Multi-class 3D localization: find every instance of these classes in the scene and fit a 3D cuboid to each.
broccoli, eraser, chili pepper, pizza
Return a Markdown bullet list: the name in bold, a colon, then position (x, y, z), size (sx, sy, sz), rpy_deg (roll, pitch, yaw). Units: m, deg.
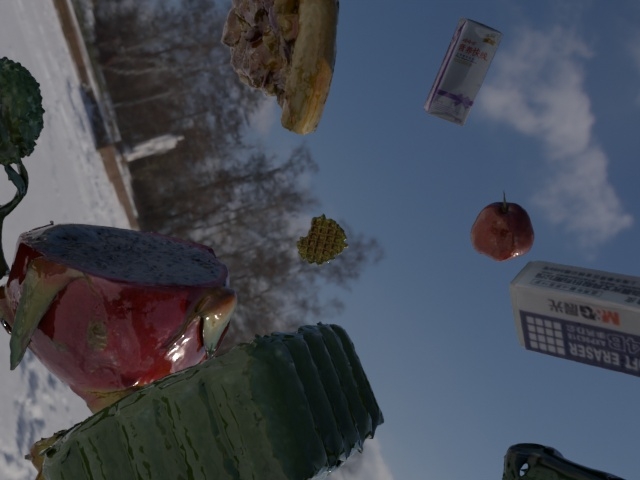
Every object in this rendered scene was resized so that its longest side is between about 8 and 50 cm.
- **broccoli**: position (-0.428, -0.054, 0.906), size (0.186, 0.254, 0.302), rpy_deg (38, -58, 50)
- **eraser**: position (0.412, 0.115, 1.212), size (0.279, 0.081, 0.124), rpy_deg (10, -52, 41)
- **chili pepper**: position (0.301, 0.279, 0.951), size (0.216, 0.108, 0.062), rpy_deg (11, -75, 51)
- **pizza**: position (-0.060, -0.337, 1.218), size (0.278, 0.114, 0.409), rpy_deg (-16, -105, 62)

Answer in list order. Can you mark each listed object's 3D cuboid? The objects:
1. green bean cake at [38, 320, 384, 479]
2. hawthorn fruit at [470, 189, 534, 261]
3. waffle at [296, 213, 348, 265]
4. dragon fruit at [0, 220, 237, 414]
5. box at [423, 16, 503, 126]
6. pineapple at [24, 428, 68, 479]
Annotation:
- **green bean cake**: position (-0.070, 0.144, 0.624), size (0.113, 0.200, 0.214), rpy_deg (64, 14, 9)
- **hawthorn fruit**: position (0.366, -0.019, 1.714), size (0.140, 0.125, 0.125), rpy_deg (113, -43, -66)
- **waffle**: position (0.001, 0.002, 1.368), size (0.078, 0.085, 0.016), rpy_deg (39, -17, 23)
- **dragon fruit**: position (-0.255, 0.093, 1.070), size (0.290, 0.290, 0.189), rpy_deg (-136, -120, -63)
- **box**: position (0.164, -0.195, 0.994), size (0.036, 0.050, 0.117), rpy_deg (-102, -150, -68)
- **pineapple**: position (-0.177, 0.201, 0.741), size (0.137, 0.116, 0.069), rpy_deg (41, 5, 3)
